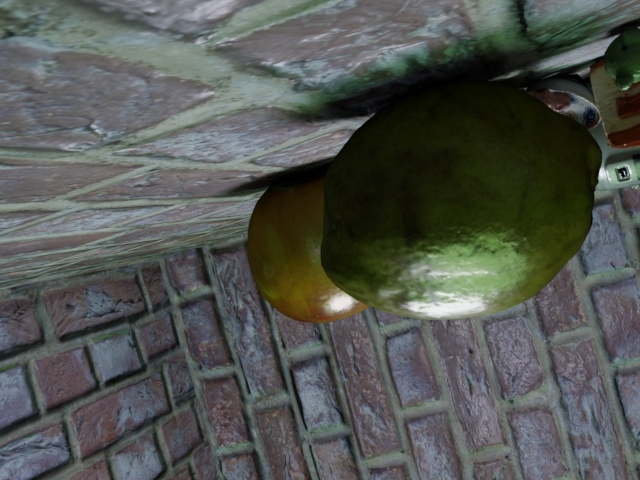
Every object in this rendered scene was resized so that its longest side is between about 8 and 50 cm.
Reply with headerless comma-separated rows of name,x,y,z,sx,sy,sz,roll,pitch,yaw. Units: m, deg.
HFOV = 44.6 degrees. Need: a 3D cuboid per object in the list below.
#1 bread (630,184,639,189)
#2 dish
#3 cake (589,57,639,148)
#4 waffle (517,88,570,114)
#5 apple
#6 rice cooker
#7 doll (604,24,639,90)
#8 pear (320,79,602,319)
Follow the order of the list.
bread,0.662,-0.227,1.743,0.196,0.246,0.176,-19,179,25
dish,0.431,-0.260,1.370,0.141,0.078,0.141,20,166,5
cake,0.552,-0.249,1.239,0.160,0.158,0.262,-17,178,-17
waffle,0.298,-0.210,1.347,0.221,0.055,0.234,-3,173,-19
apple,0.000,0.000,1.813,0.375,0.374,0.384,-16,-166,6
rice cooker,0.615,-0.220,1.513,0.227,0.280,0.241,-12,-138,24
doll,0.457,-0.276,1.064,0.150,0.077,0.115,-27,-148,24
pear,0.192,-0.061,1.127,0.414,0.351,0.352,-11,179,-7
